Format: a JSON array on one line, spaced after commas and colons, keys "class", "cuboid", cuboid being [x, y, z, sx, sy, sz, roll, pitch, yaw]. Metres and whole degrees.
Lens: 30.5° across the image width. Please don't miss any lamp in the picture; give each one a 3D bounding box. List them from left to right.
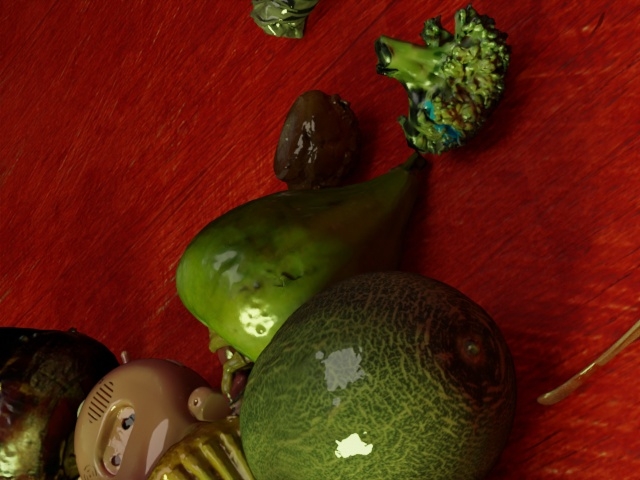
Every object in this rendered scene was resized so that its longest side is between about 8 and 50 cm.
[{"class": "lamp", "cuboid": [-0.084, 0.147, 1.509, 0.118, 0.118, 0.253, -49, 34, 30]}]

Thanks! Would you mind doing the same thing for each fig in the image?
[{"class": "fig", "cuboid": [-0.011, 0.017, 1.366, 0.314, 0.233, 0.233, -44, 39, 18]}]

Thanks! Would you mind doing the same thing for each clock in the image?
[{"class": "clock", "cuboid": [-0.244, 0.269, 1.596, 0.241, 0.142, 0.227, 19, 89, 35]}]

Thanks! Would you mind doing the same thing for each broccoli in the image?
[{"class": "broccoli", "cuboid": [0.133, -0.185, 1.325, 0.167, 0.160, 0.155, 141, 140, -66]}]

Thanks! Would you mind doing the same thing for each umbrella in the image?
[{"class": "umbrella", "cuboid": [0.015, -0.450, 1.695, 0.358, 0.106, 0.113, -49, 34, 30]}]

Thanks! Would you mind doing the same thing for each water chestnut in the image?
[{"class": "water chestnut", "cuboid": [-0.405, 0.294, 1.785, 0.335, 0.346, 0.335, 14, -90, -78]}]

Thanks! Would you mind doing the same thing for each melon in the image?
[{"class": "melon", "cuboid": [0.051, 0.167, 1.182, 0.329, 0.248, 0.249, -39, 43, 48]}]

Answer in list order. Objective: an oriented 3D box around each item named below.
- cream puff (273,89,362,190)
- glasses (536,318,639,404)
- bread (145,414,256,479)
[{"class": "cream puff", "cuboid": [0.000, -0.123, 1.543, 0.144, 0.103, 0.126, -71, 19, -2]}, {"class": "glasses", "cuboid": [0.295, 0.171, 1.005, 0.268, 0.118, 0.234, 124, 149, -58]}, {"class": "bread", "cuboid": [-0.104, 0.316, 1.349, 0.139, 0.240, 0.240, 39, 106, 45]}]
